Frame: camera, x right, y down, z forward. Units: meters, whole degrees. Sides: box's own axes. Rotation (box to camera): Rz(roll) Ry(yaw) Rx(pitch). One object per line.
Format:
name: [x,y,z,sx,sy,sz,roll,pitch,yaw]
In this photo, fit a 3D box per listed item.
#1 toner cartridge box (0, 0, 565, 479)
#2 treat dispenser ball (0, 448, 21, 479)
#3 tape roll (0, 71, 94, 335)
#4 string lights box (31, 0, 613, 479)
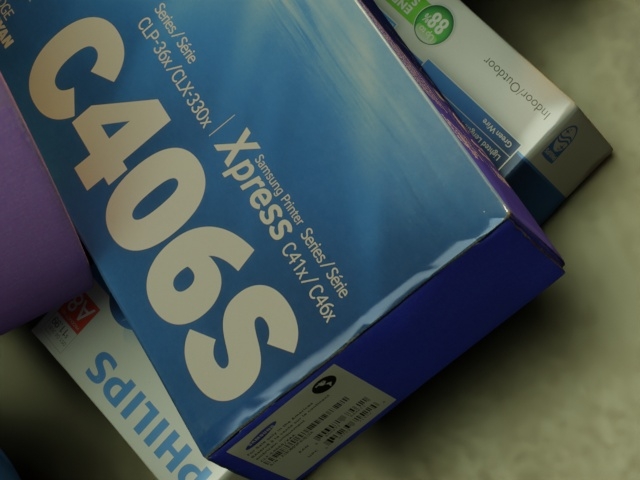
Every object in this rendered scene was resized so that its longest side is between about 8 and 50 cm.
toner cartridge box: [-0.052,-0.074,0.877,0.165,0.075,0.348,-39,59,8]
treat dispenser ball: [-0.267,0.177,0.871,0.288,0.288,0.288,-4,78,20]
tape roll: [-0.203,-0.080,0.863,0.090,0.275,0.275,-27,70,-9]
string lights box: [0.000,0.000,0.922,0.260,0.077,0.133,-47,65,5]
